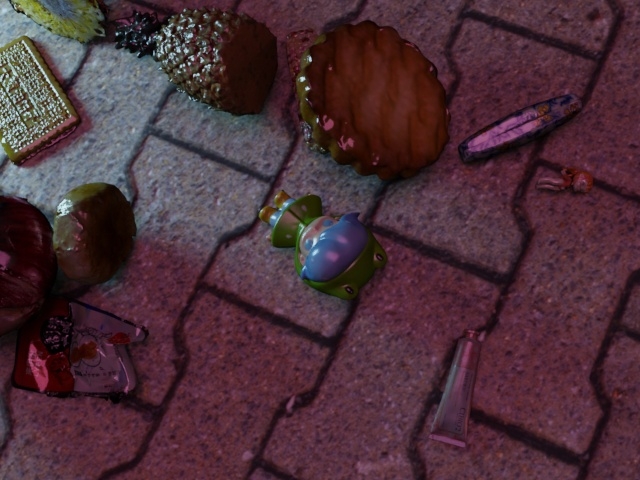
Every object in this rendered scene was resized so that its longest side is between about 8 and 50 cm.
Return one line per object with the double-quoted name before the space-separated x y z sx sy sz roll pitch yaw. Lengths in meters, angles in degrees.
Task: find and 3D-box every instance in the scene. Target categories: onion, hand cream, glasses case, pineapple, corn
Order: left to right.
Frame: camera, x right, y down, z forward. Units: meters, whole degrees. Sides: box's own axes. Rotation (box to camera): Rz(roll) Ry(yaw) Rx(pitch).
"onion" -0.645 0.051 1.593 0.314 0.232 0.314 -13 62 26
"pineapple" -0.509 -0.595 1.774 0.262 0.262 0.272 16 66 9
"pineapple" -0.263 -0.379 1.715 0.362 0.202 0.202 20 78 29
"corn" -0.010 -0.302 1.702 0.092 0.092 0.280 -14 73 2
"hand cream" 0.253 0.266 1.559 0.067 0.043 0.210 12 82 8
"glasses case" 0.383 -0.216 1.645 0.248 0.087 0.065 -23 87 -2

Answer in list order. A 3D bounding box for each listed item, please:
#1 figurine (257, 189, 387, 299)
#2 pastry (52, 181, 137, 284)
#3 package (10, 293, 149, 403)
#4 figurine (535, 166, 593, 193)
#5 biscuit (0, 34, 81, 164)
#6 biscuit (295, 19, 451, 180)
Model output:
"figurine" 0.000 0.000 1.607 0.162 0.143 0.263 -44 59 -14
"pastry" -0.429 -0.017 1.608 0.093 0.182 0.192 7 38 17
"package" -0.458 0.208 1.630 0.269 0.071 0.194 5 72 21
"figurine" 0.464 -0.113 1.628 0.109 0.064 0.047 -2 54 -5
"biscuit" -0.628 -0.297 1.790 0.172 0.029 0.254 -34 76 -4
"biscuit" 0.097 -0.260 1.624 0.325 0.107 0.326 10 68 -24
